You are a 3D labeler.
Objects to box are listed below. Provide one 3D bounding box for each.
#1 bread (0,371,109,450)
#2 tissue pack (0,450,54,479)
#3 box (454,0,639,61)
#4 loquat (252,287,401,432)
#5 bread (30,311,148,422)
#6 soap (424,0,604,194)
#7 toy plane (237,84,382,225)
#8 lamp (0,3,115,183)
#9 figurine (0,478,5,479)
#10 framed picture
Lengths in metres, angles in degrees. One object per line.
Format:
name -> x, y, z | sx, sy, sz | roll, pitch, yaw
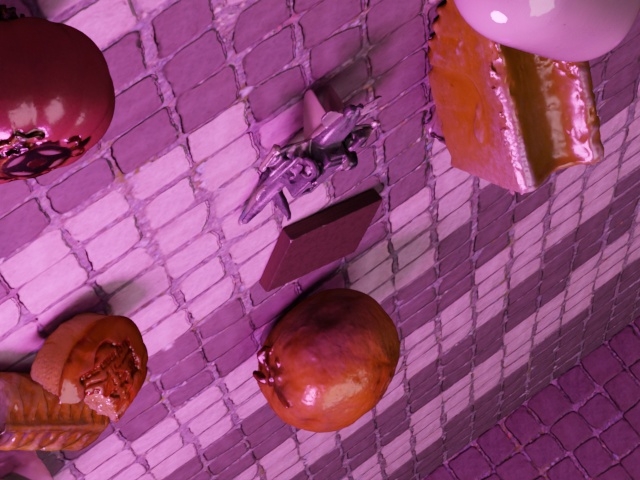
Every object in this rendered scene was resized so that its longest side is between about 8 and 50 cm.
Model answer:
bread -> -0.353, 0.216, 2.001 | 0.087, 0.098, 0.269 | -2, 173, 24
tissue pack -> -0.495, 0.441, 2.077 | 0.356, 0.194, 0.266 | -27, 158, -28
box -> 0.241, -0.355, 1.561 | 0.288, 0.141, 0.349 | 1, 100, -61
loquat -> 0.017, 0.181, 2.398 | 0.238, 0.193, 0.238 | -29, 163, -10
bread -> -0.274, 0.147, 1.951 | 0.156, 0.086, 0.125 | 32, 75, -57
soap -> 0.203, -0.264, 2.002 | 0.169, 0.304, 0.339 | -24, 116, -19
toy plane -> -0.024, -0.082, 1.929 | 0.192, 0.088, 0.262 | -18, 152, -46
lamp -> -0.268, -0.127, 1.376 | 0.182, 0.140, 0.182 | -18, 164, -6
figurine -> -0.425, 0.295, 1.911 | 0.195, 0.102, 0.111 | 151, -39, -72
framed picture -> 0.000, 0.000, 2.233 | 0.168, 0.023, 0.128 | -25, 156, -34
